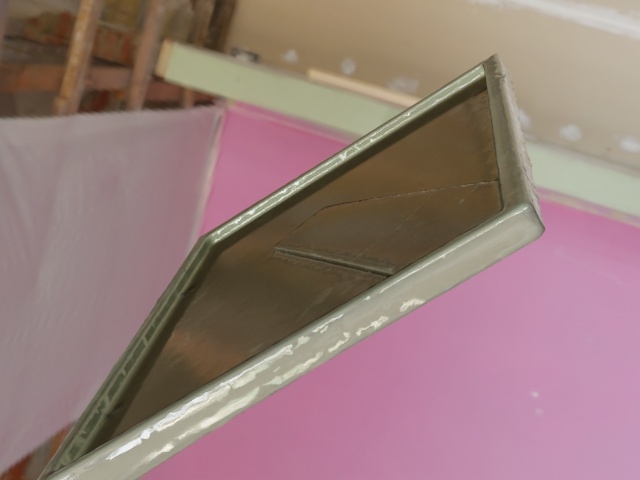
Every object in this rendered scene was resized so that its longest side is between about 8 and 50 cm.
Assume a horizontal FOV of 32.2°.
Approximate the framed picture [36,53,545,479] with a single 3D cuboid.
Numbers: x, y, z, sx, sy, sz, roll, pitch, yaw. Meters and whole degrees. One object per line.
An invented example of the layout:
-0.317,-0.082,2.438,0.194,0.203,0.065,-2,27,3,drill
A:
0.000,0.000,0.776,0.326,0.028,0.446,-31,13,17,framed picture
